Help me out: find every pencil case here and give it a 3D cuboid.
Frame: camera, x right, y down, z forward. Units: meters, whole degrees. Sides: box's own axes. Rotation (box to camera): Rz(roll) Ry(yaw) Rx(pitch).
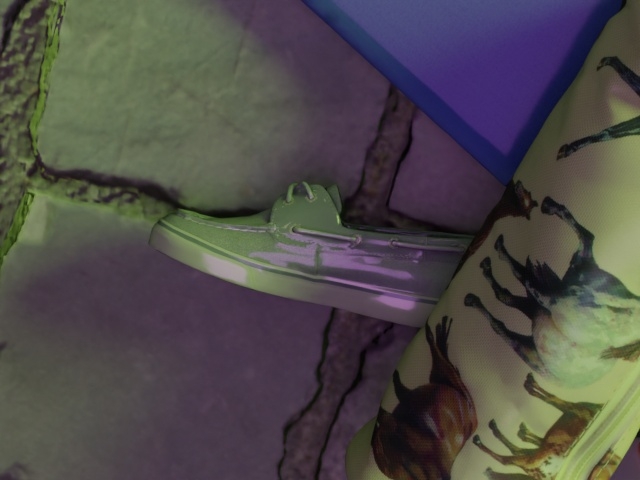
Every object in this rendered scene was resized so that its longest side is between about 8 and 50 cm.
[{"bbox_3d":[0.175,0.030,1.088,0.160,0.183,0.410,23,105,-30],"label":"pencil case"}]

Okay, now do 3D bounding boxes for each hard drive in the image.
[{"bbox_3d":[0.098,-0.200,1.162,0.318,0.040,0.210,42,101,-2],"label":"hard drive"}]

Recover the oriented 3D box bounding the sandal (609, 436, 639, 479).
[{"bbox_3d":[0.226,0.178,1.205,0.265,0.076,0.102,13,87,24],"label":"sandal"}]

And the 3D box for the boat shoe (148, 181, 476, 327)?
[{"bbox_3d":[0.001,0.000,1.195,0.227,0.079,0.081,13,95,-3],"label":"boat shoe"}]
